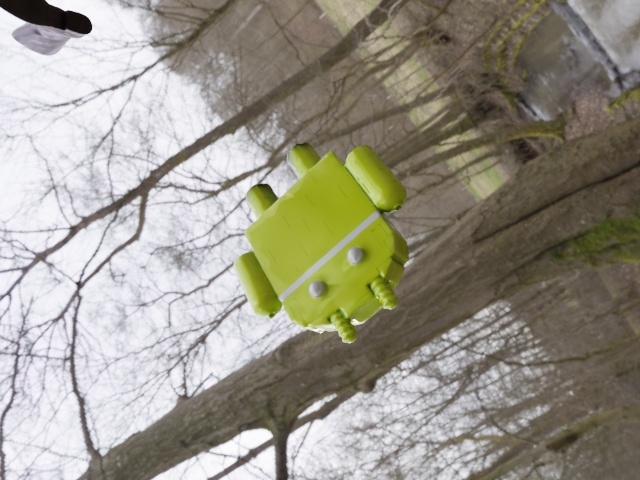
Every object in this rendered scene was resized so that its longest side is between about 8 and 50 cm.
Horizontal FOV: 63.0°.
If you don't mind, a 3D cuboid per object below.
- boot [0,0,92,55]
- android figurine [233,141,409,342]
[{"bbox_3d":[-0.327,-0.241,0.580,0.106,0.114,0.037,14,-96,-47],"label":"boot"},{"bbox_3d":[0.000,0.000,0.660,0.056,0.248,0.273,31,-157,-52],"label":"android figurine"}]
